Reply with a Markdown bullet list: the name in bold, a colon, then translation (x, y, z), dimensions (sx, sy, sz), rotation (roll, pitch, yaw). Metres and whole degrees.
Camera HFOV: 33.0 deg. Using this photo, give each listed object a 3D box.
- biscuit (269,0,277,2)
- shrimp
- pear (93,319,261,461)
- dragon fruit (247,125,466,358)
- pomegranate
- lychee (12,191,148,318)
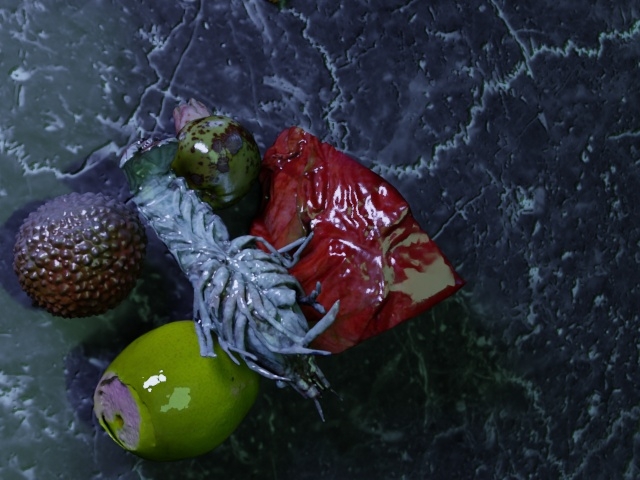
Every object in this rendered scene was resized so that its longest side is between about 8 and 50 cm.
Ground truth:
- **biscuit**: translation (-0.076, -0.454, 1.549), dimensions (0.126, 0.025, 0.206), rotation (23, 79, -25)
- **shrimp**: translation (-0.103, 0.044, 1.359), dimensions (0.410, 0.166, 0.221), rotation (46, 60, 9)
- **pear**: translation (-0.175, 0.196, 1.414), dimensions (0.219, 0.187, 0.187), rotation (-16, 97, -47)
- **dragon fruit**: translation (0.000, 0.000, 1.534), dimensions (0.302, 0.240, 0.330), rotation (-28, 80, 4)
- **pomegranate**: translation (-0.161, -0.117, 1.455), dimensions (0.163, 0.138, 0.125), rotation (42, 55, 14)
- **lychee**: translation (-0.308, 0.022, 1.367), dimensions (0.165, 0.197, 0.165), rotation (23, 43, -24)
